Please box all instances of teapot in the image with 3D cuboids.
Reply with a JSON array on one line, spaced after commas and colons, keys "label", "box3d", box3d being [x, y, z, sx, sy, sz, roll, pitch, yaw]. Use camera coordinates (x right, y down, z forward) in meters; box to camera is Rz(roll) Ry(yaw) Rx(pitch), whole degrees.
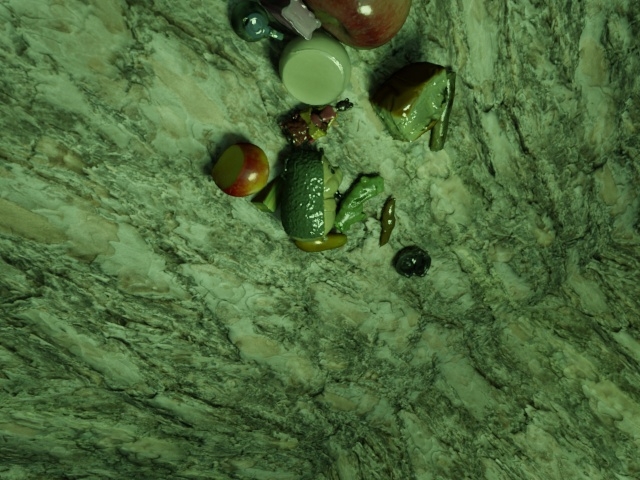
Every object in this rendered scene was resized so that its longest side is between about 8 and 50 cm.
[{"label": "teapot", "box3d": [-0.189, -0.629, 1.272, 0.111, 0.108, 0.149, -40, 130, 8]}]

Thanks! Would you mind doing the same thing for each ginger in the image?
[{"label": "ginger", "box3d": [0.155, -0.153, 1.789, 0.137, 0.089, 0.290, 25, 106, -16]}]

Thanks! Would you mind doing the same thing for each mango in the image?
[{"label": "mango", "box3d": [0.000, 0.000, 1.790, 0.227, 0.136, 0.099, -1, 86, -15]}]

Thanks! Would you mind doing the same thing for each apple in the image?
[{"label": "apple", "box3d": [0.111, -0.721, 1.218, 0.344, 0.345, 0.269, 30, 98, -37]}]

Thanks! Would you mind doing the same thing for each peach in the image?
[{"label": "peach", "box3d": [-0.273, -0.240, 1.463, 0.192, 0.190, 0.190, -10, 126, -19]}]

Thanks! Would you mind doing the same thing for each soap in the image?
[{"label": "soap", "box3d": [-0.089, -0.657, 1.237, 0.122, 0.203, 0.065, 30, 107, -38]}]

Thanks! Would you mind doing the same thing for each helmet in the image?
[{"label": "helmet", "box3d": [0.445, 0.096, 2.086, 0.176, 0.107, 0.153, 1, 127, -3]}]

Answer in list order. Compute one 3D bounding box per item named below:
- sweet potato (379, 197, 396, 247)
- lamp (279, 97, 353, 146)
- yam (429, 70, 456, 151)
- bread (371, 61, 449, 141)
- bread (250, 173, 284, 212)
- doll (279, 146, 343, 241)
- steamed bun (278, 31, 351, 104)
[{"label": "sweet potato", "box3d": [0.302, -0.075, 1.924, 0.067, 0.067, 0.274, -9, 128, -19]}, {"label": "lamp", "box3d": [-0.009, -0.421, 1.507, 0.253, 0.118, 0.118, -32, 130, -5]}, {"label": "yam", "box3d": [0.485, -0.505, 1.701, 0.067, 0.071, 0.318, 9, 127, 13]}, {"label": "bread", "box3d": [0.326, -0.492, 1.513, 0.250, 0.279, 0.225, -38, 116, 3]}, {"label": "bread", "box3d": [-0.190, -0.182, 1.651, 0.074, 0.084, 0.139, 40, 70, -39]}, {"label": "doll", "box3d": [-0.032, -0.166, 1.604, 0.247, 0.247, 0.350, -10, 111, -19]}, {"label": "steamed bun", "box3d": [-0.014, -0.557, 1.364, 0.231, 0.145, 0.232, 6, 147, 4]}]
